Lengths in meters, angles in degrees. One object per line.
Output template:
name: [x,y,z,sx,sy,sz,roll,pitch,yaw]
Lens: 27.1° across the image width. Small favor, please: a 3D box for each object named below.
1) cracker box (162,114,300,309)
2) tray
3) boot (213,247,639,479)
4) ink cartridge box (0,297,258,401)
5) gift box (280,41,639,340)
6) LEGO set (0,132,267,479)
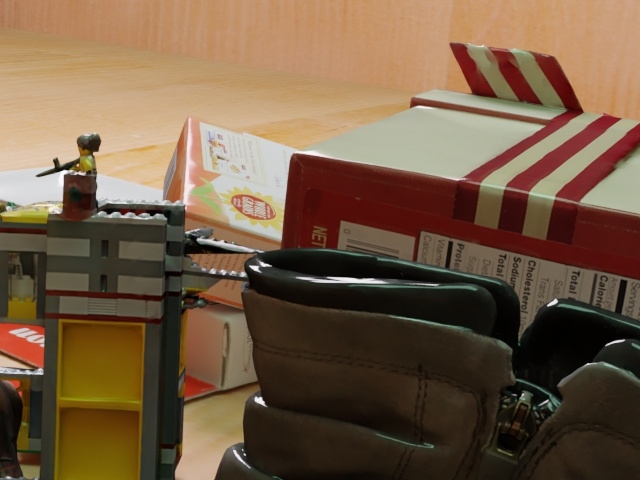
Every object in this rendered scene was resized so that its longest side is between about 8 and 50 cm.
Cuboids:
cracker box: [0.000,0.000,0.979,0.232,0.067,0.156,17,27,-13]
tray: [-0.176,-0.020,1.090,0.270,0.030,0.145,15,15,37]
boot: [-0.028,0.104,0.467,0.338,0.223,0.118,6,15,4]
ink cartridge box: [-0.166,0.049,0.993,0.275,0.060,0.239,16,16,37]
gift box: [0.107,0.038,0.733,0.276,0.255,0.258,18,19,21]
LEGO set: [-0.164,0.039,0.657,0.255,0.192,0.331,4,5,8]
